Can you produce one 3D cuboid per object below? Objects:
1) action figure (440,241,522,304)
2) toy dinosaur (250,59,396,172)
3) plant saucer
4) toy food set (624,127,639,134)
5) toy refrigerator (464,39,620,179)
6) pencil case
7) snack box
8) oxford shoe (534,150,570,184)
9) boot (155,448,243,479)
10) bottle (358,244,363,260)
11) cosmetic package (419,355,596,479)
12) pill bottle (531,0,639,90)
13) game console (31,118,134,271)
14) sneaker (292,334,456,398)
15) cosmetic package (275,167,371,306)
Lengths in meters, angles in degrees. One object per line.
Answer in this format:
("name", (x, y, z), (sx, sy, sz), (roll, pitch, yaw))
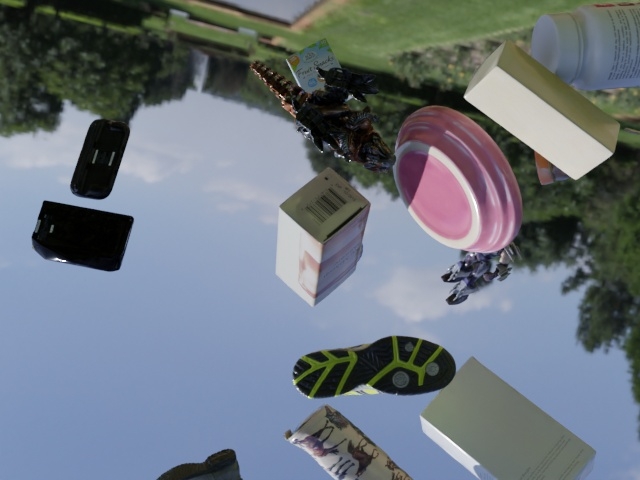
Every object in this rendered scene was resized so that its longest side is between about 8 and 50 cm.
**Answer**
("action figure", (0.415, 0.048, 2.194), (0.099, 0.285, 0.185), (-3, -127, -28))
("toy dinosaur", (0.006, -0.233, 1.627), (0.322, 0.164, 0.218), (14, 176, -7))
("plant saucer", (0.260, -0.109, 1.720), (0.084, 0.332, 0.332), (-33, -149, -23))
("toy food set", (0.762, -0.210, 1.824), (0.132, 0.039, 0.192), (4, -151, -34))
("toy refrigerator", (0.407, -0.239, 1.542), (0.269, 0.094, 0.102), (34, 142, -10))
("pencil case", (0.090, 0.663, 2.514), (0.410, 0.183, 0.160), (42, -169, 0))
("snack box", (0.000, -0.359, 1.860), (0.100, 0.141, 0.037), (-26, 173, 2))
("oxford shoe", (0.627, -0.294, 2.175), (0.132, 0.364, 0.130), (-8, 142, 23))
("boot", (-0.322, 0.690, 2.323), (0.246, 0.161, 0.083), (-17, -167, -11))
("bottle", (0.050, -0.017, 2.341), (0.118, 0.092, 0.283), (12, 161, 12))
("cosmetic package", (0.458, 0.498, 2.098), (0.385, 0.217, 0.156), (38, 164, 29))
("pill bottle", (0.558, -0.369, 1.597), (0.283, 0.160, 0.160), (-6, -169, -8))
("game console", (-0.517, -0.113, 1.944), (0.213, 0.361, 0.044), (11, 163, 7))
("sneaker", (0.129, 0.298, 2.019), (0.384, 0.145, 0.147), (-2, 176, 5))
("cosmetic package", (0.000, 0.000, 1.811), (0.129, 0.153, 0.296), (42, 157, 17))
